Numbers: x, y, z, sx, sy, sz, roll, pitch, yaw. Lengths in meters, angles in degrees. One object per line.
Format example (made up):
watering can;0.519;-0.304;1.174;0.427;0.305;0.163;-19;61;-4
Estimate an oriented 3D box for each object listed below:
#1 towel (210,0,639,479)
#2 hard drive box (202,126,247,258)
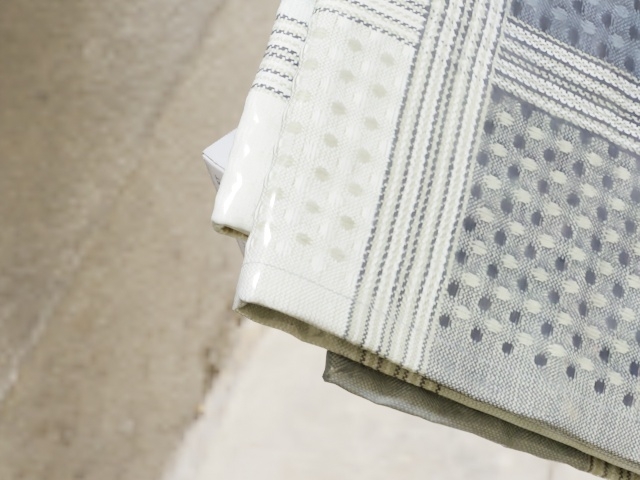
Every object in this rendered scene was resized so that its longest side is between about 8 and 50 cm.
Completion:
towel;0.116;-0.046;0.936;0.312;0.056;0.324;24;62;-20
hard drive box;0.000;0.000;1.919;0.089;0.232;0.181;-36;135;-17
